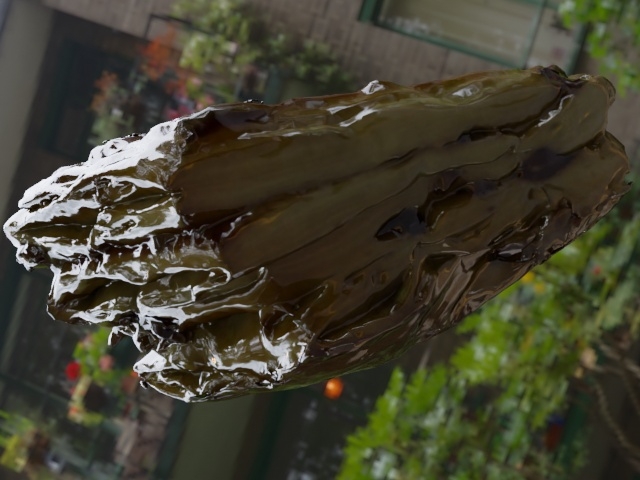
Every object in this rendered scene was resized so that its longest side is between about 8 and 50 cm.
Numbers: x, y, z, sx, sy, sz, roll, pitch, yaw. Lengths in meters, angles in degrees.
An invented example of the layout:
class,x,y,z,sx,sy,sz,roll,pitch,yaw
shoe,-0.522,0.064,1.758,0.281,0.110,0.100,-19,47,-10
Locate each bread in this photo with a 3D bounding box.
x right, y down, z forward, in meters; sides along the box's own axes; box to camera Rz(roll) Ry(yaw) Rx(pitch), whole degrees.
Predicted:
class,x,y,z,sx,sy,sz,roll,pitch,yaw
bread,0.000,0.000,0.863,0.324,0.277,0.167,-11,-90,-33
